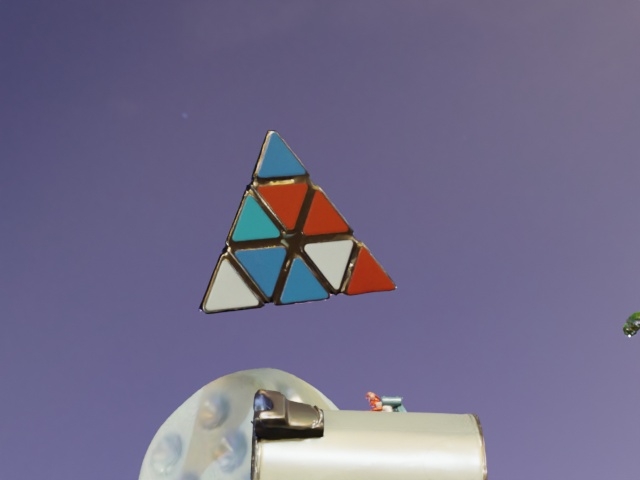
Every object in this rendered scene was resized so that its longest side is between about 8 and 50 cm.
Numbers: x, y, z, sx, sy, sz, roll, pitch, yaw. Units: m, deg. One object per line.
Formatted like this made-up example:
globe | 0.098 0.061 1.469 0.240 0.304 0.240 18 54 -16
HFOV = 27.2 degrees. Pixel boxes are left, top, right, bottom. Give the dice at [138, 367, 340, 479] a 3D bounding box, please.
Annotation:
dice | -0.078 0.361 1.859 0.265 0.268 0.262 -42 -46 14

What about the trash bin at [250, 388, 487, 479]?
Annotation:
trash bin | 0.048 0.306 1.537 0.263 0.217 0.277 2 -61 -2

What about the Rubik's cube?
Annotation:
Rubik's cube | 0.000 0.000 1.800 0.284 0.234 0.250 -20 -52 -85

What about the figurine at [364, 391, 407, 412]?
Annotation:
figurine | 0.102 0.296 2.107 0.140 0.075 0.068 -79 -6 -68

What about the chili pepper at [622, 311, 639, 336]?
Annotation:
chili pepper | 0.383 0.097 1.582 0.083 0.027 0.022 140 147 -65
